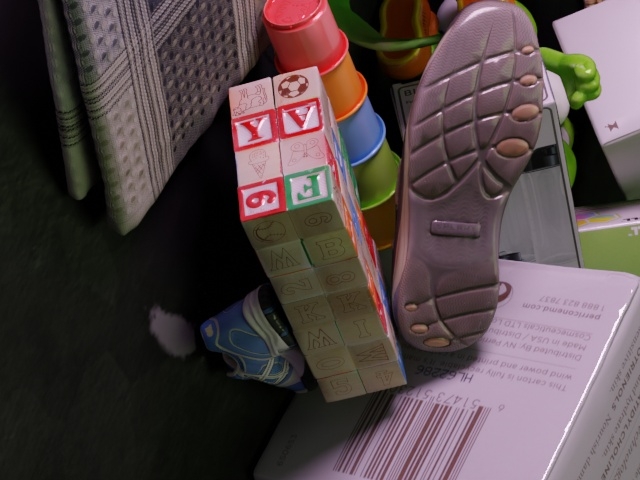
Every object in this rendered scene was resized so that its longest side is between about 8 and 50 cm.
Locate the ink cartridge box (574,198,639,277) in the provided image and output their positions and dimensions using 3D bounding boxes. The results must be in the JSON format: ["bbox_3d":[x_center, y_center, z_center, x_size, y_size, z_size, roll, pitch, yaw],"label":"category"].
[{"bbox_3d":[0.324,0.028,2.075,0.255,0.189,0.097,-66,148,-78],"label":"ink cartridge box"}]

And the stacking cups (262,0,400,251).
[{"bbox_3d":[0.015,-0.116,1.748,0.096,0.096,0.316,-62,147,-27],"label":"stacking cups"}]

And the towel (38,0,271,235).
[{"bbox_3d":[-0.138,-0.207,1.527,0.312,0.056,0.324,-57,155,-35],"label":"towel"}]

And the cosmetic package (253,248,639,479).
[{"bbox_3d":[0.196,0.259,1.903,0.327,0.329,0.393,-60,141,-29],"label":"cosmetic package"}]

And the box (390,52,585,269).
[{"bbox_3d":[0.188,-0.058,1.928,0.087,0.169,0.290,-98,174,-45],"label":"box"}]

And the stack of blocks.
[{"bbox_3d":[0.000,0.000,1.689,0.297,0.087,0.171,68,11,-48],"label":"stack of blocks"}]

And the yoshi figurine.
[{"bbox_3d":[0.207,-0.148,1.986,0.203,0.204,0.362,-58,144,-7],"label":"yoshi figurine"}]

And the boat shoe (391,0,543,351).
[{"bbox_3d":[0.126,-0.070,1.749,0.132,0.130,0.355,9,104,-14],"label":"boat shoe"}]

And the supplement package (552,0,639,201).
[{"bbox_3d":[0.419,-0.177,2.172,0.293,0.175,0.177,42,29,-67],"label":"supplement package"}]

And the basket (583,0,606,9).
[{"bbox_3d":[0.473,-0.372,2.288,0.223,0.214,0.299,-50,134,-39],"label":"basket"}]

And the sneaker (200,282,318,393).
[{"bbox_3d":[-0.057,0.103,1.742,0.211,0.081,0.080,58,12,-62],"label":"sneaker"}]

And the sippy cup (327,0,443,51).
[{"bbox_3d":[0.083,-0.356,1.716,0.240,0.224,0.305,-57,139,-31],"label":"sippy cup"}]
